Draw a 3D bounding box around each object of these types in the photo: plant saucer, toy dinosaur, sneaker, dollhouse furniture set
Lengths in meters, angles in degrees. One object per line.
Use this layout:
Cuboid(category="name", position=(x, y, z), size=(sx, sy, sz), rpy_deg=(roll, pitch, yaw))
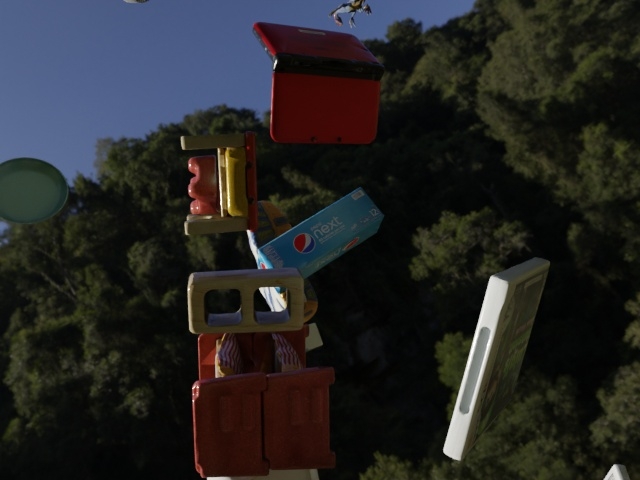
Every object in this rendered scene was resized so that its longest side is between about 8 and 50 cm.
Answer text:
Cuboid(category="plant saucer", position=(-0.459, -0.075, 0.901), size=(0.119, 0.119, 0.021), rpy_deg=(-26, -14, -30))
Cuboid(category="toy dinosaur", position=(0.058, -0.411, 1.021), size=(0.090, 0.082, 0.047), rpy_deg=(-49, -56, -11))
Cuboid(category="sneaker", position=(-0.115, 0.059, 1.324), size=(0.112, 0.296, 0.131), rpy_deg=(-12, -12, -35))
Cuboid(category="dollhouse furniture set", position=(-0.074, 0.062, 0.684), size=(0.152, 0.373, 0.201), rpy_deg=(-2, 9, -10))

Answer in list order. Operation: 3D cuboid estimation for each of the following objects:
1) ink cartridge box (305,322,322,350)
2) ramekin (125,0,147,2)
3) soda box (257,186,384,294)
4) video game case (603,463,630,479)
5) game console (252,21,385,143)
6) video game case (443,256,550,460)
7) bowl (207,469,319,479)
Cuboid(category="ink cartridge box", position=(-0.069, 0.222, 1.212), size=(0.089, 0.052, 0.122), rpy_deg=(-10, -18, -40))
Cuboid(category="ramekin", position=(-0.280, -0.450, 0.774), size=(0.127, 0.272, 0.273), rpy_deg=(-35, -19, 6))
Cuboid(category="soda box", position=(0.000, 0.000, 0.954), size=(0.210, 0.067, 0.071), rpy_deg=(-31, -17, -18))
Cuboid(category="video game case", position=(0.408, 0.411, 0.787), size=(0.019, 0.143, 0.157), rpy_deg=(1, -49, 2))
Cuboid(category="game console", position=(-0.006, -0.184, 0.677), size=(0.144, 0.124, 0.085), rpy_deg=(-5, -43, -31))
Cuboid(category="video game case", position=(0.185, 0.109, 0.583), size=(0.190, 0.022, 0.173), rpy_deg=(-7, -68, -59))
Cuboid(category="bowl", position=(-0.060, 0.313, 0.706), size=(0.142, 0.142, 0.053), rpy_deg=(-13, 8, -27))
